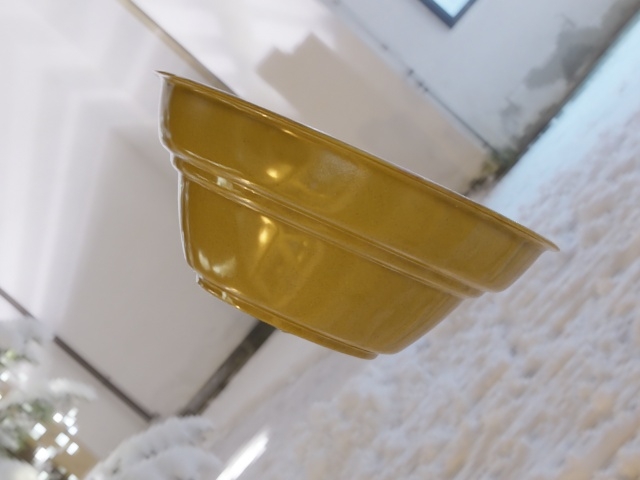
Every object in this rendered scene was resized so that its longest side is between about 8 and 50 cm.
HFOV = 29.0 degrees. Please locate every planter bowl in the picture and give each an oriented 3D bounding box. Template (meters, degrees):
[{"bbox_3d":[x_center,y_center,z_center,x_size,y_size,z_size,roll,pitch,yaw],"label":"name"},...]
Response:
[{"bbox_3d":[0.000,0.000,0.613,0.217,0.217,0.090,-139,73,-87],"label":"planter bowl"}]
